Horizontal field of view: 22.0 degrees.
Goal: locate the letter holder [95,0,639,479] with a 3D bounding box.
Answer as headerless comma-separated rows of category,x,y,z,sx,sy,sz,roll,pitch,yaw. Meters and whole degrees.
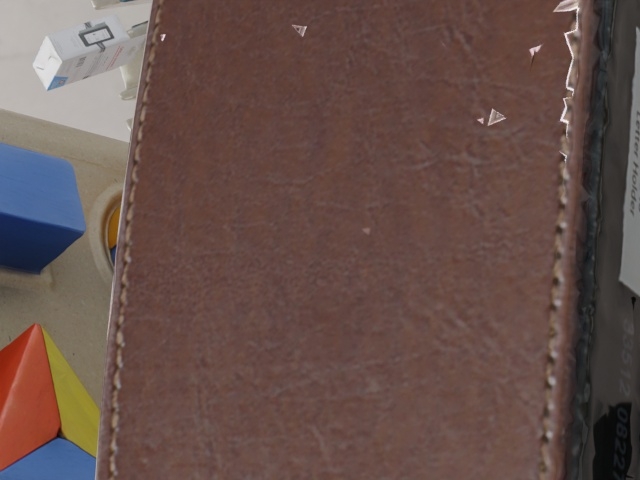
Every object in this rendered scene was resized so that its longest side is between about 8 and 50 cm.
letter holder,0.014,-0.029,0.462,0.214,0.152,0.302,-5,69,34

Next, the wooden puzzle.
wooden puzzle,-0.116,0.049,0.879,0.080,0.322,0.348,-42,53,31

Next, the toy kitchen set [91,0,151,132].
toy kitchen set,-0.121,-0.212,1.694,0.166,0.122,0.207,-12,96,31

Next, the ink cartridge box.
ink cartridge box,-0.188,-0.156,1.342,0.028,0.083,0.048,59,145,11
